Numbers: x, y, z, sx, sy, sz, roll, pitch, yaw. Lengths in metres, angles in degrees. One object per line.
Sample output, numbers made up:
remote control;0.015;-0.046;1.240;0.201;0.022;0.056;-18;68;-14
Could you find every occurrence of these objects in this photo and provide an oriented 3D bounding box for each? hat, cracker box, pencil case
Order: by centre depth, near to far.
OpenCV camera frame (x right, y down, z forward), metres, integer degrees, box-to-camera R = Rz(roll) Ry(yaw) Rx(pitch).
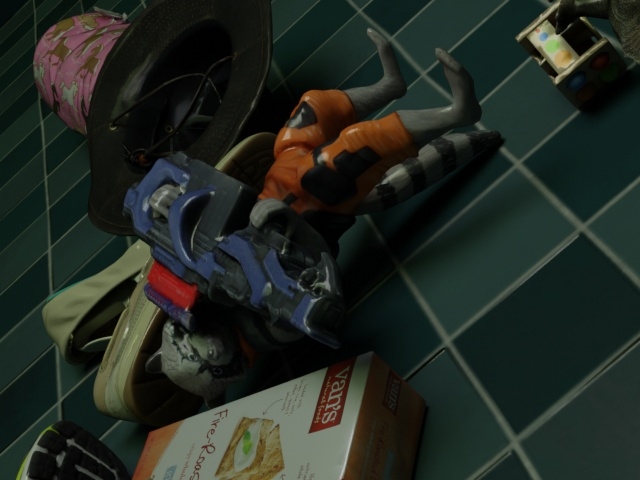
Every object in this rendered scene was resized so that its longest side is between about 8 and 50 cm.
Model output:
cracker box;-0.046;0.183;0.848;0.232;0.067;0.155;-24;34;35
hat;-0.118;-0.138;1.324;0.331;0.134;0.331;-28;49;38
pencil case;-0.264;-0.213;1.611;0.160;0.167;0.386;-15;19;-20

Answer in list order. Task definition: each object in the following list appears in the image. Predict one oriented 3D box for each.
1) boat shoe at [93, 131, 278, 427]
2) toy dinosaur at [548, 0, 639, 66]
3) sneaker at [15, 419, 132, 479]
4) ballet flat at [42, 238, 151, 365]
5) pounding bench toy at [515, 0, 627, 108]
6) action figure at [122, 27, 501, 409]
boat shoe;-0.113;0.029;1.119;0.098;0.109;0.302;-6;52;50
toy dinosaur;0.255;-0.210;0.869;0.160;0.121;0.313;13;70;19
sneaker;-0.236;0.268;0.958;0.121;0.111;0.300;-33;27;31
ballet flat;-0.177;0.051;1.220;0.248;0.086;0.086;-33;29;26
pounding bench toy;0.206;-0.141;0.969;0.052;0.083;0.065;-41;59;14
action figure;0.000;0.000;0.945;0.330;0.178;0.341;-49;34;1
